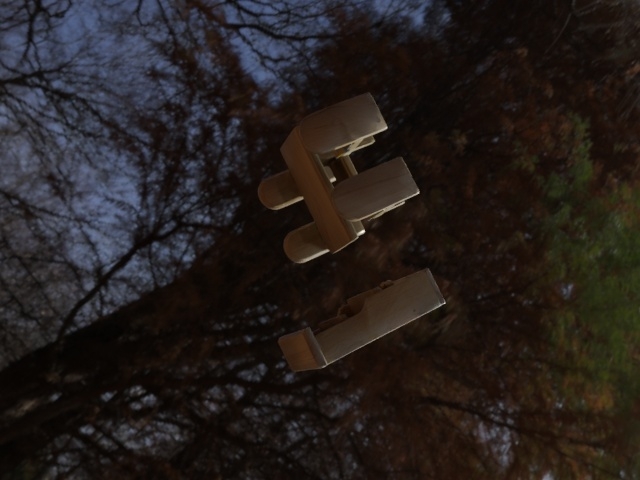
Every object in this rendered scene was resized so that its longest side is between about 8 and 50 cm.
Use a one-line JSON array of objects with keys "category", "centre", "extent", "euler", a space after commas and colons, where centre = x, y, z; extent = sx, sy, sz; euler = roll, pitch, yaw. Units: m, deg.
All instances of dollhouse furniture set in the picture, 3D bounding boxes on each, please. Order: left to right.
[{"category": "dollhouse furniture set", "centre": [0.000, 0.000, 0.772], "extent": [0.242, 0.161, 0.212], "euler": [64, -20, 4]}]
